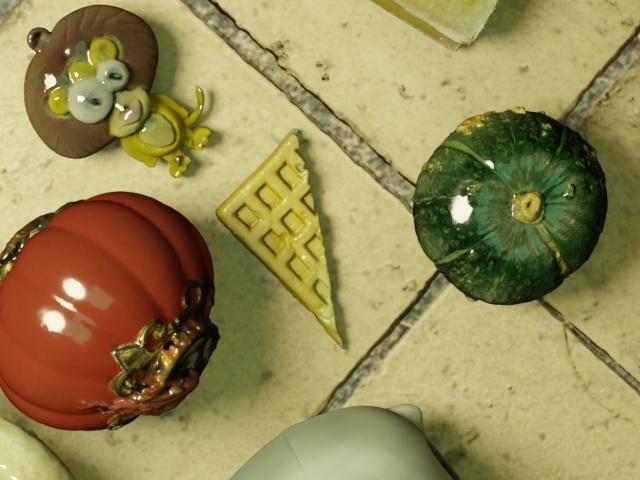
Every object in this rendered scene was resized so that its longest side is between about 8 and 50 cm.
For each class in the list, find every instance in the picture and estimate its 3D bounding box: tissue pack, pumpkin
[{"bbox_3d":[0.068,0.319,1.288,0.236,0.229,0.333,-37,99,-2],"label":"tissue pack"},{"bbox_3d":[0.181,-0.034,1.317,0.190,0.146,0.190,5,73,-17],"label":"pumpkin"}]

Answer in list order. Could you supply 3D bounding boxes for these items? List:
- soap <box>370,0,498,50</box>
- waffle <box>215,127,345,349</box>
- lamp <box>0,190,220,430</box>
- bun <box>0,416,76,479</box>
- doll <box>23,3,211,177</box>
[{"bbox_3d":[0.067,-0.312,1.306,0.257,0.080,0.160,29,90,-11],"label":"soap"},{"bbox_3d":[0.000,0.000,1.353,0.191,0.032,0.125,44,85,-12],"label":"waffle"},{"bbox_3d":[-0.188,0.067,1.228,0.227,0.227,0.227,-1,95,-9],"label":"lamp"},{"bbox_3d":[-0.378,0.304,1.199,0.349,0.227,0.352,40,58,21],"label":"bun"},{"bbox_3d":[-0.185,-0.140,1.279,0.188,0.096,0.145,12,101,-20],"label":"doll"}]
